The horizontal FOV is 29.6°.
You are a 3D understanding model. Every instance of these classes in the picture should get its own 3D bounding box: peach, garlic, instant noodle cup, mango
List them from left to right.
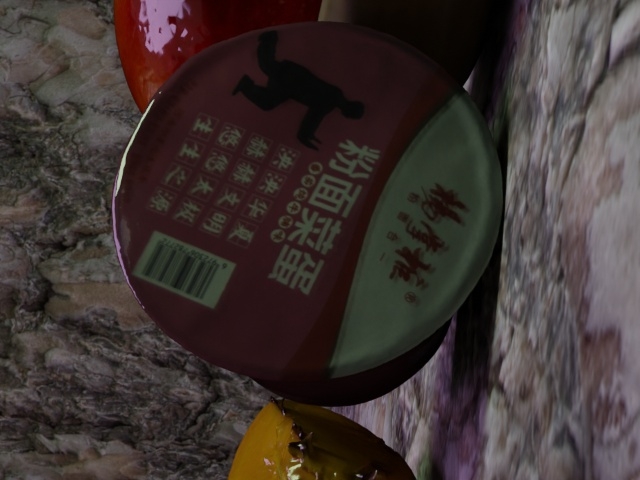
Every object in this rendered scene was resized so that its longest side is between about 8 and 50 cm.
[{"bbox_3d":[-0.048,-0.250,1.311,0.388,0.388,0.388,-173,90,-90],"label":"peach"},{"bbox_3d":[0.000,0.000,0.792,0.178,0.235,0.234,71,-156,-68],"label":"instant noodle cup"},{"bbox_3d":[0.004,0.189,0.866,0.126,0.154,0.252,-56,-2,-1],"label":"mango"},{"bbox_3d":[0.063,-0.165,0.823,0.143,0.112,0.318,-41,-23,-20],"label":"garlic"}]
